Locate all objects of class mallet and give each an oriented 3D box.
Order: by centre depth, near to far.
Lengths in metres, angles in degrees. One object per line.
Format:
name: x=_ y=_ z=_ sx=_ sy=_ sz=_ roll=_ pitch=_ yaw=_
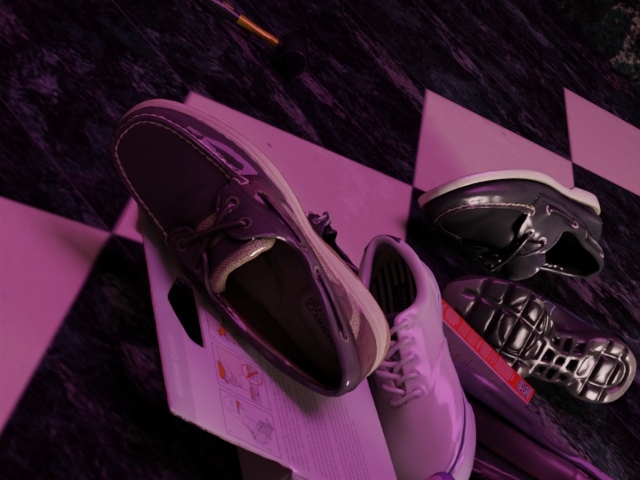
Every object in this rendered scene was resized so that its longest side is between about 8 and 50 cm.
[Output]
mallet: x=-0.093 y=-0.268 z=1.905 sx=0.189 sy=0.039 sz=0.062 roll=35 pitch=23 yaw=-10

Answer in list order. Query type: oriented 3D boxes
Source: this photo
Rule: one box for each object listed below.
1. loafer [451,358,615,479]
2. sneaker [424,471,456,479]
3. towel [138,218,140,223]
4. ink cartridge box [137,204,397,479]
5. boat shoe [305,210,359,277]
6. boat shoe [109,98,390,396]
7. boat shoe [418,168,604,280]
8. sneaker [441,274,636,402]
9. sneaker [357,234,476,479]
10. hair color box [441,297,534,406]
loafer: x=0.199 y=0.230 z=1.468 sx=0.302 sy=0.095 sz=0.109 roll=40 pitch=-11 yaw=-18
sneaker: x=0.159 y=0.258 z=1.216 sx=0.236 sy=0.104 sz=0.095 roll=54 pitch=-1 yaw=-19
towel: x=-0.112 y=-0.021 z=1.439 sx=0.110 sy=0.027 sz=0.148 roll=38 pitch=23 yaw=-12
ink cartridge box: x=-0.056 y=0.107 z=1.263 sx=0.239 sy=0.060 sz=0.275 roll=29 pitch=26 yaw=-30
boat shoe: x=0.000 y=0.000 z=1.539 sx=0.206 sy=0.065 sz=0.075 roll=48 pitch=23 yaw=12
boat shoe: x=-0.059 y=0.007 z=1.229 sx=0.285 sy=0.103 sz=0.092 roll=49 pitch=17 yaw=-3
boat shoe: x=0.242 y=-0.006 z=1.897 sx=0.340 sy=0.127 sz=0.113 roll=12 pitch=60 yaw=-56
sneaker: x=0.223 y=0.105 z=1.728 sx=0.267 sy=0.101 sz=0.106 roll=28 pitch=5 yaw=-31
sneaker: x=0.069 y=0.109 z=1.378 sx=0.091 sy=0.094 sz=0.258 roll=49 pitch=23 yaw=-46
hair color box: x=0.131 y=0.125 z=1.531 sx=0.141 sy=0.072 sz=0.043 roll=46 pitch=21 yaw=3
